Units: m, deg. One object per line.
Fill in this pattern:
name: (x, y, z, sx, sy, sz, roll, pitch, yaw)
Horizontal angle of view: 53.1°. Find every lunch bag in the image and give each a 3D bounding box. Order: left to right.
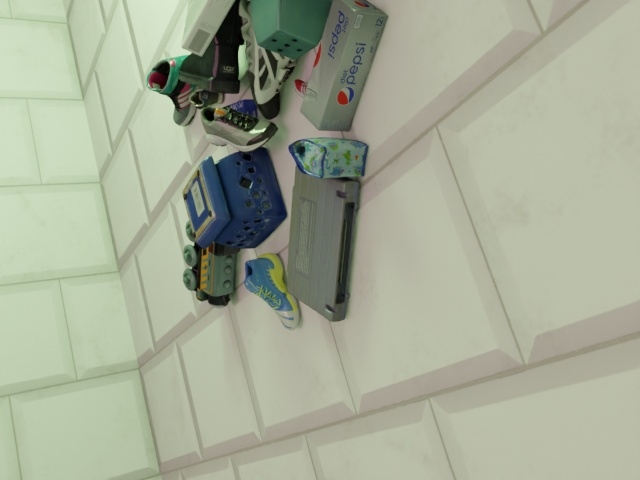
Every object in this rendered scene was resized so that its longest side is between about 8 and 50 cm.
lunch bag: (0.014, -0.199, 1.498, 0.151, 0.129, 0.096, 35, 123, 48)

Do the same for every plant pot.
plant pot: (-0.262, -0.114, 1.854, 0.236, 0.212, 0.235, -41, 62, 52)
plant pot: (-0.064, -0.554, 1.469, 0.165, 0.166, 0.234, -10, 70, 56)

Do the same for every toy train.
toy train: (-0.353, 0.060, 2.099, 0.190, 0.142, 0.333, 27, 117, 41)

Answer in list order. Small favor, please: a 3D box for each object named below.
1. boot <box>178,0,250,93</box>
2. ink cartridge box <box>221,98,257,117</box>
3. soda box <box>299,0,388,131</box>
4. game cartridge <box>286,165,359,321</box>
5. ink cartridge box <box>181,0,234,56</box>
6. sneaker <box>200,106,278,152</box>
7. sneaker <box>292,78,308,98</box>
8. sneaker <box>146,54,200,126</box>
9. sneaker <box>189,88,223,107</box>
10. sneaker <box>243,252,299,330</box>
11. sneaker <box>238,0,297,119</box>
boot: (-0.304, -0.679, 1.883, 0.367, 0.146, 0.445, 33, 121, 54)
ink cartridge box: (-0.259, -0.366, 1.957, 0.207, 0.046, 0.097, 2, 98, 56)
soda box: (0.047, -0.394, 1.450, 0.098, 0.091, 0.286, 52, 135, 39)
game cartridge: (0.000, 0.000, 1.620, 0.230, 0.068, 0.355, 31, 121, 55)
ink cartridge box: (-0.268, -0.671, 1.657, 0.296, 0.066, 0.261, -41, 41, 45)
sneaker: (-0.237, -0.319, 1.793, 0.272, 0.100, 0.108, 13, 143, 35)
sneaker: (-0.025, -0.384, 1.604, 0.118, 0.042, 0.067, 53, 140, 27)
sneaker: (-0.507, -0.509, 2.187, 0.123, 0.178, 0.295, 61, 141, 30)
sneaker: (-0.396, -0.469, 2.109, 0.192, 0.086, 0.064, 7, 101, 56)
sneaker: (-0.150, 0.150, 1.805, 0.091, 0.126, 0.240, -52, 53, 47)
sneaker: (-0.113, -0.458, 1.659, 0.122, 0.146, 0.330, -87, -7, -45)
